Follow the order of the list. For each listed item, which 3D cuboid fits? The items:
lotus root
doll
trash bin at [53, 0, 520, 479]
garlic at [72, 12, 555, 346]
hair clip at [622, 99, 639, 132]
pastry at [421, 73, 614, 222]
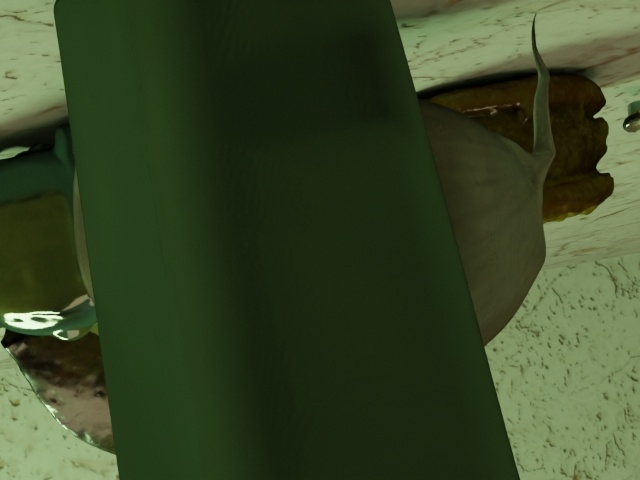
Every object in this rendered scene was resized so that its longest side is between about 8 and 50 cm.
[{"bbox_3d":[-0.161,0.080,1.743,0.142,0.210,0.314,-21,157,19],"label":"lotus root"},{"bbox_3d":[-0.165,0.002,1.498,0.177,0.162,0.260,-16,170,22],"label":"doll"},{"bbox_3d":[-0.028,0.008,0.991,0.158,0.344,0.223,-7,171,-20],"label":"trash bin"},{"bbox_3d":[0.000,0.000,1.318,0.340,0.246,0.231,-8,164,-24],"label":"garlic"},{"bbox_3d":[0.360,-0.124,1.811,0.214,0.056,0.062,6,151,-41],"label":"hair clip"},{"bbox_3d":[0.134,-0.054,1.641,0.240,0.132,0.235,-8,172,-22],"label":"pastry"}]
